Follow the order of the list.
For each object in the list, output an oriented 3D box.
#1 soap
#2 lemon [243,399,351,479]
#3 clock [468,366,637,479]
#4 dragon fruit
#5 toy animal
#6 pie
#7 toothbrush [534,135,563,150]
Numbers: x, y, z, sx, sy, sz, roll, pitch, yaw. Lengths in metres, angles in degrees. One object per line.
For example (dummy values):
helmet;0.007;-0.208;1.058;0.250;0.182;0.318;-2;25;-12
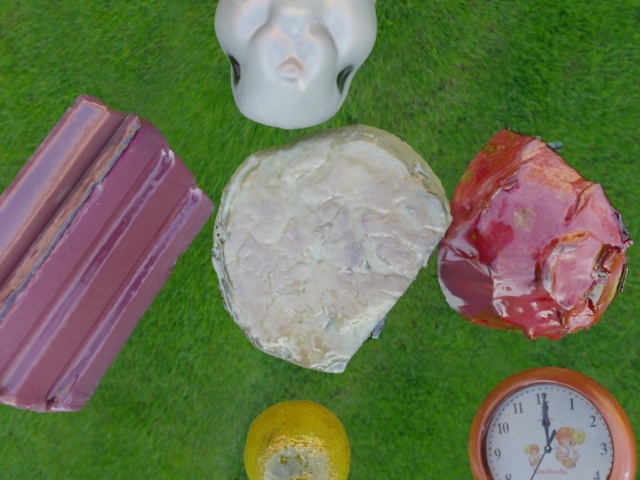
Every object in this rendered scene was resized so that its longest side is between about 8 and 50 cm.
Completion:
soap;-0.303;0.031;0.933;0.128;0.233;0.359;23;72;25
lemon;-0.017;0.163;0.567;0.082;0.110;0.082;0;95;-4
clock;0.282;0.258;0.923;0.205;0.205;0.051;-37;146;15
dragon fruit;0.225;0.028;0.822;0.189;0.163;0.261;-20;125;0
toy animal;-0.024;-0.266;0.592;0.194;0.258;0.357;3;95;-27
pie;0.000;0.001;0.635;0.185;0.052;0.218;33;105;-11
toothbrush;0.284;-0.119;0.937;0.016;0.219;0.019;-19;88;25
